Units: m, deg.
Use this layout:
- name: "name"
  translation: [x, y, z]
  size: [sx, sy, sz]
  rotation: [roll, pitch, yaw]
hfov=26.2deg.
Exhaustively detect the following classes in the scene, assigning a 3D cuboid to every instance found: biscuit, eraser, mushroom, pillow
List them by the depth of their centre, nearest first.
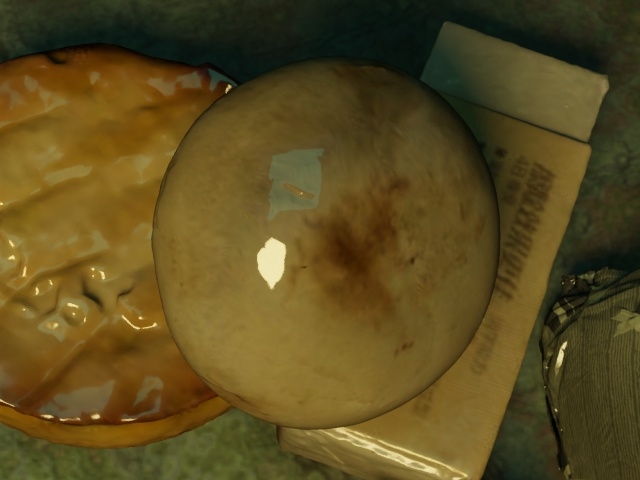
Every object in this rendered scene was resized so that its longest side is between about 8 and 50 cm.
- name: "mushroom"
  translation: [0.000, 0.000, 0.834]
  size: [0.226, 0.226, 0.178]
  rotation: [-44, 37, -21]
- name: "pillow"
  translation: [0.219, 0.162, 0.887]
  size: [0.092, 0.161, 0.335]
  rotation: [19, 57, -40]
- name: "biscuit"
  translation: [-0.149, 0.002, 0.948]
  size: [0.296, 0.102, 0.296]
  rotation: [5, 62, -9]
- name: "eraser"
  translation: [0.092, 0.009, 0.979]
  size: [0.144, 0.078, 0.343]
  rotation: [21, 64, 6]
